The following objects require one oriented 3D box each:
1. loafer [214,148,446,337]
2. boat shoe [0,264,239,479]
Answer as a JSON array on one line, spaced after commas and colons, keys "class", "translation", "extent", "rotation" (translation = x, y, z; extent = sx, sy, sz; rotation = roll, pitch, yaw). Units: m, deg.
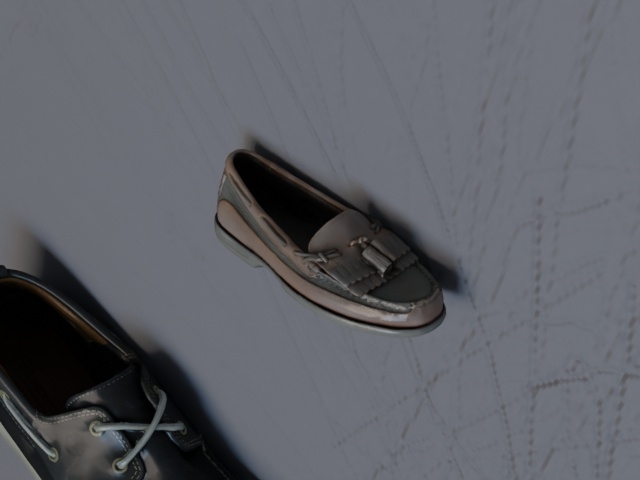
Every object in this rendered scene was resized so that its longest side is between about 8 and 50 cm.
[{"class": "loafer", "translation": [0.000, 0.000, 0.766], "extent": [0.125, 0.045, 0.039], "rotation": [28, 133, 39]}, {"class": "boat shoe", "translation": [-0.105, 0.105, 0.957], "extent": [0.233, 0.084, 0.079], "rotation": [43, 146, 22]}]
